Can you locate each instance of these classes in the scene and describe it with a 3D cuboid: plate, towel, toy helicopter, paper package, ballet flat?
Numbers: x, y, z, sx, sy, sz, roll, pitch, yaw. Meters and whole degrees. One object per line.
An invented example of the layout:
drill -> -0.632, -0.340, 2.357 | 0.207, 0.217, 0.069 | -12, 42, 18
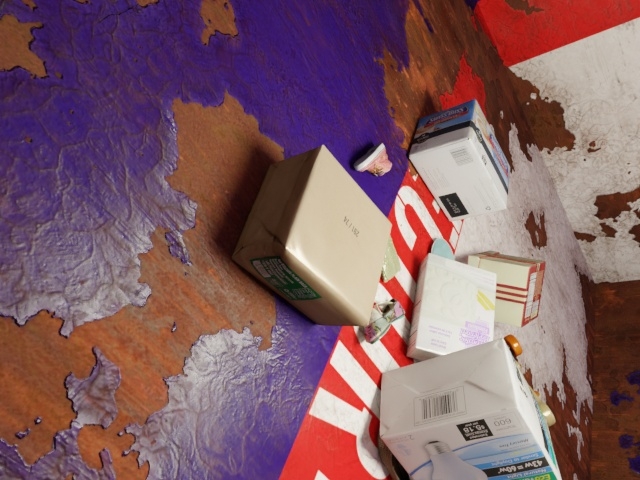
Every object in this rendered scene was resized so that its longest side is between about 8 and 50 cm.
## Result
plate -> 0.429, 0.084, 1.847 | 0.188, 0.024, 0.188 | 19, 65, -49
towel -> 0.196, 0.041, 1.562 | 0.110, 0.027, 0.148 | -34, 107, -51
toy helicopter -> 0.731, 0.537, 1.911 | 0.355, 0.140, 0.235 | -119, -174, -51
paper package -> 0.000, 0.000, 1.216 | 0.325, 0.168, 0.310 | 45, 48, -36
ballet flat -> 0.168, 0.216, 1.453 | 0.079, 0.076, 0.221 | 58, 33, 5
ballet flat -> 0.210, 0.612, 1.396 | 0.084, 0.058, 0.250 | -20, 96, -53

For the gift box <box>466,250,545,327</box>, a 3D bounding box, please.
gift box -> 0.651, 0.188, 1.920 | 0.255, 0.258, 0.277 | 2, 98, -53

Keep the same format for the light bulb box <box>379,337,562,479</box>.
light bulb box -> 0.394, 0.499, 1.386 | 0.361, 0.357, 0.225 | 55, 26, -26

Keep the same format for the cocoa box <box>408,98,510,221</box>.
cocoa box -> 0.511, -0.281, 1.881 | 0.347, 0.231, 0.228 | 49, 45, -32

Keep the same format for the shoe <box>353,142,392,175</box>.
shoe -> 0.163, -0.227, 1.566 | 0.081, 0.063, 0.178 | 60, 37, -14

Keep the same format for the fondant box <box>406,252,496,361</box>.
fondant box -> 0.414, 0.229, 1.629 | 0.238, 0.096, 0.331 | 17, 60, -3
